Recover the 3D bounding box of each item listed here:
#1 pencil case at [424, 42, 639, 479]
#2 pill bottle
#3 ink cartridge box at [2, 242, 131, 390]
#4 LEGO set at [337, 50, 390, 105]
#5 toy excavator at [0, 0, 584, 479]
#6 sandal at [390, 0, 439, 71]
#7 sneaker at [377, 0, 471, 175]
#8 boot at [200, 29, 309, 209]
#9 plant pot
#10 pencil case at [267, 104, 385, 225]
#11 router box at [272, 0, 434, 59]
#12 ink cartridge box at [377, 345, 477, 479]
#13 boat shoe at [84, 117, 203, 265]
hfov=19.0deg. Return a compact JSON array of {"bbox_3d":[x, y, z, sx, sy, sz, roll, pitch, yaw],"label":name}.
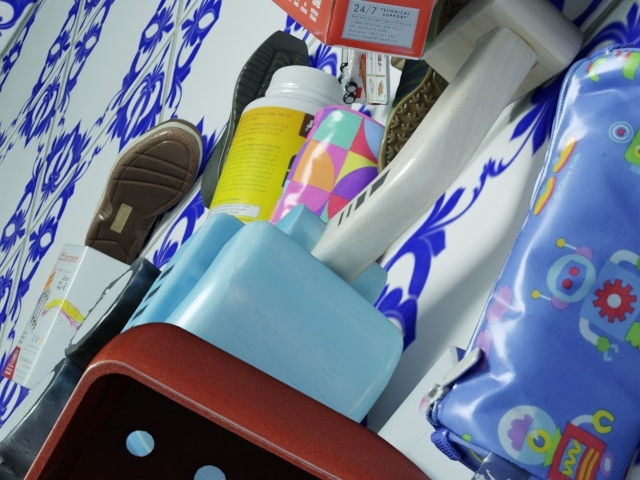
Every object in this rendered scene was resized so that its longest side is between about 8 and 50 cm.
[{"bbox_3d":[0.167,0.023,1.188,0.306,0.133,0.119,-66,11,-9],"label":"pencil case"},{"bbox_3d":[-0.036,-0.056,1.831,0.117,0.117,0.215,-29,40,59],"label":"pill bottle"},{"bbox_3d":[-0.262,0.106,2.193,0.176,0.127,0.128,-65,19,-7],"label":"ink cartridge box"},{"bbox_3d":[0.051,-0.215,1.747,0.244,0.060,0.182,-163,71,-78],"label":"LEGO set"},{"bbox_3d":[0.002,0.033,1.486,0.445,0.222,0.433,-41,12,38],"label":"toy excavator"},{"bbox_3d":[0.100,-0.279,1.818,0.088,0.079,0.240,-13,53,66],"label":"sandal"},{"bbox_3d":[0.098,-0.129,1.677,0.086,0.064,0.192,166,125,-83],"label":"sneaker"},{"bbox_3d":[-0.084,-0.130,2.125,0.198,0.077,0.137,-68,14,-14],"label":"boot"},{"bbox_3d":[-0.077,0.202,1.232,0.267,0.267,0.236,-59,9,14],"label":"plant pot"},{"bbox_3d":[0.000,0.000,1.705,0.236,0.104,0.104,-68,20,-9],"label":"pencil case"},{"bbox_3d":[0.025,-0.333,1.536,0.335,0.082,0.301,-131,50,-65],"label":"router box"},{"bbox_3d":[0.036,0.287,1.291,0.330,0.071,0.324,-53,22,25],"label":"ink cartridge box"},{"bbox_3d":[-0.220,-0.076,2.373,0.257,0.095,0.095,-48,19,40],"label":"boat shoe"}]
